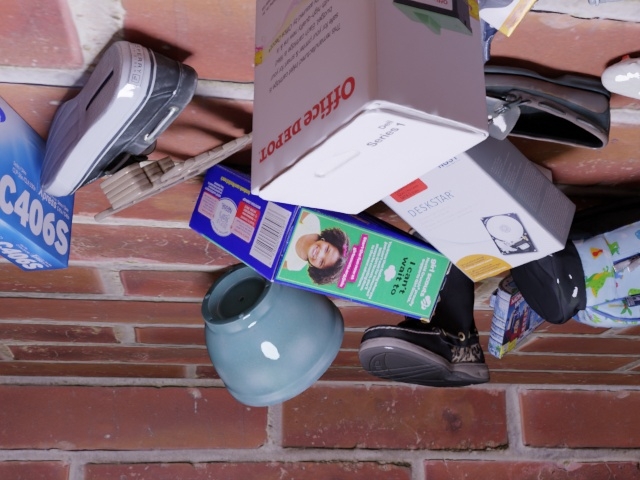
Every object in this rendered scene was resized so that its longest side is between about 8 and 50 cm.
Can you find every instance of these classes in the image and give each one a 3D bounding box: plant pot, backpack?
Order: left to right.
[{"bbox_3d":[-0.124,0.167,1.790,0.293,0.293,0.196,-12,131,29],"label":"plant pot"},{"bbox_3d":[0.529,0.031,1.438,0.355,0.273,0.290,-27,175,-2],"label":"backpack"}]

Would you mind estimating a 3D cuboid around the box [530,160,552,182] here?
[{"bbox_3d":[0.300,-0.072,1.368,0.101,0.087,0.102,17,155,-39],"label":"box"}]

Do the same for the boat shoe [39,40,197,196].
[{"bbox_3d":[-0.268,-0.134,1.120,0.119,0.121,0.335,12,156,-33],"label":"boat shoe"}]

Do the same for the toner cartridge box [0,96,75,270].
[{"bbox_3d":[-0.443,-0.088,1.180,0.075,0.165,0.348,-5,160,8],"label":"toner cartridge box"}]

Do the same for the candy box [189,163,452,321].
[{"bbox_3d":[0.000,0.000,1.335,0.317,0.122,0.268,15,-171,-37],"label":"candy box"}]

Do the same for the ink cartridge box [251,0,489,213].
[{"bbox_3d":[0.034,-0.186,0.762,0.117,0.278,0.201,11,157,-29],"label":"ink cartridge box"}]

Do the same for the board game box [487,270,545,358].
[{"bbox_3d":[0.385,0.098,1.667,0.060,0.194,0.194,24,-145,34],"label":"board game box"}]

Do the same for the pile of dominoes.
[{"bbox_3d":[-0.188,-0.109,1.180,0.196,0.040,0.251,-25,-174,34],"label":"pile of dominoes"}]

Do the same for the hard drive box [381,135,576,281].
[{"bbox_3d":[0.218,-0.062,1.248,0.232,0.089,0.181,40,143,-17],"label":"hard drive box"}]

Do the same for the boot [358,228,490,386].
[{"bbox_3d":[0.191,0.114,1.587,0.138,0.284,0.377,-15,158,36],"label":"boot"}]

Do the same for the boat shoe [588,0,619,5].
[{"bbox_3d":[0.250,-0.280,0.803,0.081,0.079,0.227,-17,158,26],"label":"boat shoe"}]

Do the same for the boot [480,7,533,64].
[{"bbox_3d":[0.190,-0.245,0.911,0.086,0.069,0.190,-1,159,13],"label":"boot"}]

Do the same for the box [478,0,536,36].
[{"bbox_3d":[0.147,-0.263,0.811,0.136,0.028,0.081,33,133,-1],"label":"box"}]

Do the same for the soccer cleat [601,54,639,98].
[{"bbox_3d":[0.448,-0.186,1.065,0.196,0.076,0.068,4,160,4],"label":"soccer cleat"}]

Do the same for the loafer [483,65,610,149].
[{"bbox_3d":[0.253,-0.165,1.100,0.267,0.084,0.096,1,162,-14],"label":"loafer"}]
